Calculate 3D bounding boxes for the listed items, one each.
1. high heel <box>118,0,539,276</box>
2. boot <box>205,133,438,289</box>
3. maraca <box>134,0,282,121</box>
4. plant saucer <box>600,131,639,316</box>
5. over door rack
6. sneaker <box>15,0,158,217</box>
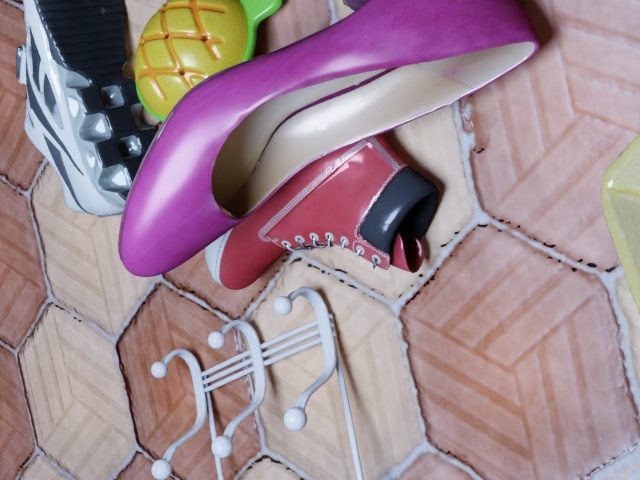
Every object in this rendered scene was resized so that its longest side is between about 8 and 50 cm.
[{"bbox_3d":[-0.005,-0.082,0.890,0.377,0.127,0.181,-51,59,8],"label":"high heel"},{"bbox_3d":[0.000,0.000,1.019,0.176,0.088,0.244,50,124,20],"label":"boot"},{"bbox_3d":[-0.111,-0.198,1.067,0.127,0.099,0.186,38,97,27],"label":"maraca"},{"bbox_3d":[0.326,-0.007,0.636,0.333,0.080,0.333,123,149,-44],"label":"plant saucer"},{"bbox_3d":[-0.051,0.236,1.092,0.239,0.108,0.324,-28,78,43],"label":"over door rack"},{"bbox_3d":[-0.282,-0.182,1.201,0.146,0.122,0.331,-13,91,41],"label":"sneaker"}]
